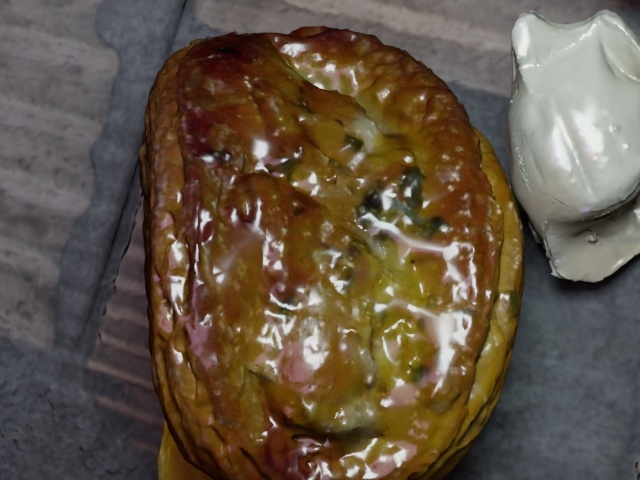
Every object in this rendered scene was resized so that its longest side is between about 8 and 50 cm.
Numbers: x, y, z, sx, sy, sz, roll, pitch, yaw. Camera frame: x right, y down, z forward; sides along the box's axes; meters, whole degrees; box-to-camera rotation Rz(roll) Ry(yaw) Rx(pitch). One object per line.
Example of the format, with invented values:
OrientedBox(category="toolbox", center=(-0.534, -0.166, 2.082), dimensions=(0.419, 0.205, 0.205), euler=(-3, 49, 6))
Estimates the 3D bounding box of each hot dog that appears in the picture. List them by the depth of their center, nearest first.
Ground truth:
OrientedBox(category="hot dog", center=(0.000, 0.000, 1.405), dimensions=(0.267, 0.174, 0.388), euler=(6, 58, -15))

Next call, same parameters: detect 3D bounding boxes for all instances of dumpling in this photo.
OrientedBox(category="dumpling", center=(0.197, -0.073, 1.413), dimensions=(0.136, 0.118, 0.199), euler=(-14, 101, 8))

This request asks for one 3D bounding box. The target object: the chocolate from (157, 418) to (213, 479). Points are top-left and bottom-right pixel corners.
OrientedBox(category="chocolate", center=(-0.054, 0.226, 1.452), dimensions=(0.162, 0.162, 0.445), euler=(-18, 68, 22))
